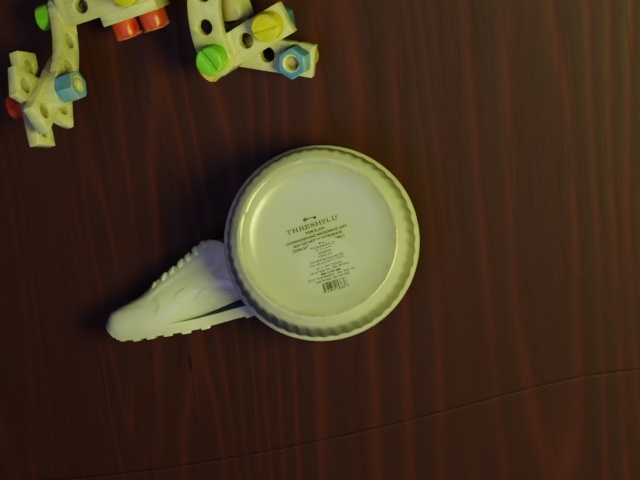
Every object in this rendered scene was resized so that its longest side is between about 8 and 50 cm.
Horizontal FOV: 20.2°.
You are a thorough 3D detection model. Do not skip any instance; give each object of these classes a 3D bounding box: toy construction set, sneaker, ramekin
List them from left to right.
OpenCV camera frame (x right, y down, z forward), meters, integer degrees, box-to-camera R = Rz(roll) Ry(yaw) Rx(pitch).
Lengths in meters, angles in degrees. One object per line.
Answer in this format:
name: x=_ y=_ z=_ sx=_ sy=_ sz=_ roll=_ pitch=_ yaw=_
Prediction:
toy construction set: x=-0.182 y=-0.224 z=1.863 sx=0.327 sy=0.151 sz=0.215 roll=-18 pitch=102 yaw=10
sneaker: x=-0.130 y=0.049 z=1.966 sx=0.235 sy=0.090 sz=0.095 roll=-17 pitch=94 yaw=13
ramekin: x=0.000 y=0.000 z=1.852 sx=0.207 sy=0.109 sz=0.207 roll=0 pitch=87 yaw=2
